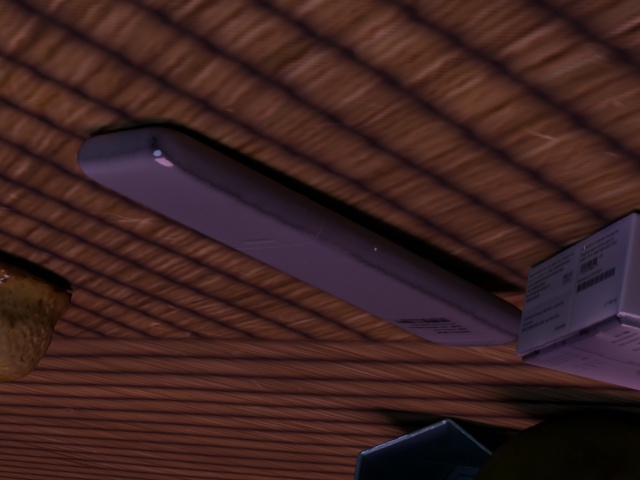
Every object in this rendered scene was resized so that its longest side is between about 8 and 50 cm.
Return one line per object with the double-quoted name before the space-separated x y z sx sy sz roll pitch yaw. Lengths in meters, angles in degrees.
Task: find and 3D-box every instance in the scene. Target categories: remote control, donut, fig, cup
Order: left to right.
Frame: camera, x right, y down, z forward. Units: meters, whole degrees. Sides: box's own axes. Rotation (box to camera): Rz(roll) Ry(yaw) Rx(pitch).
"donut" -0.247 0.046 1.117 0.162 0.065 0.178 19 164 -26
"remote control" 0.000 0.000 0.843 0.067 0.029 0.261 -4 157 46
"cup" 0.113 0.231 1.412 0.134 0.148 0.236 10 170 17
"fig" 0.190 0.198 1.181 0.181 0.181 0.191 9 -168 9

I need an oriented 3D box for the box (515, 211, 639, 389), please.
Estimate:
"box" 0.174 0.039 0.804 0.129 0.051 0.130 14 166 -11
